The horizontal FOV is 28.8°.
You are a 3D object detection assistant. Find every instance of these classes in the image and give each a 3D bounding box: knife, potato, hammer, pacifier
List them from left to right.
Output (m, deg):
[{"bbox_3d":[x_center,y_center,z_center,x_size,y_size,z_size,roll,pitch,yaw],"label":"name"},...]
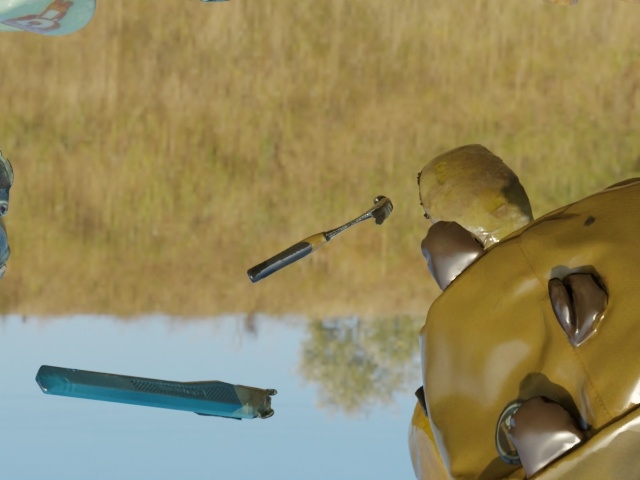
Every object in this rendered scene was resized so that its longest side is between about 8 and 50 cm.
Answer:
[{"bbox_3d":[-0.442,-0.431,1.797,0.288,0.269,0.343,-20,167,21],"label":"pacifier"},{"bbox_3d":[-0.157,0.154,1.264,0.296,0.044,0.026,13,138,-39],"label":"knife"},{"bbox_3d":[0.000,0.000,1.542,0.201,0.021,0.078,-28,-168,1],"label":"hammer"},{"bbox_3d":[0.220,-0.071,1.811,0.120,0.100,0.261,-4,-134,-27],"label":"potato"}]

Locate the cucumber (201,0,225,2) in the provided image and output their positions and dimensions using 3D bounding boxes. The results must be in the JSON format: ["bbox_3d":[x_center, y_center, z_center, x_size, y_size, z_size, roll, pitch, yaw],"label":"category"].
[{"bbox_3d":[-0.115,-0.453,2.130,0.250,0.056,0.056,-23,-170,-11],"label":"cucumber"}]

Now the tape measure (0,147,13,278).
[{"bbox_3d":[-0.578,-0.004,1.782,0.256,0.275,0.147,-7,-135,-35],"label":"tape measure"}]

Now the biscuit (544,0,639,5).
[{"bbox_3d":[0.264,-0.387,1.528,0.376,0.051,0.269,32,-133,14],"label":"biscuit"}]

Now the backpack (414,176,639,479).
[{"bbox_3d":[0.251,0.102,1.127,0.201,0.378,0.353,25,-151,-36],"label":"backpack"}]

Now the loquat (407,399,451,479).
[{"bbox_3d":[0.206,0.252,1.481,0.187,0.176,0.234,-11,-130,-25],"label":"loquat"}]
